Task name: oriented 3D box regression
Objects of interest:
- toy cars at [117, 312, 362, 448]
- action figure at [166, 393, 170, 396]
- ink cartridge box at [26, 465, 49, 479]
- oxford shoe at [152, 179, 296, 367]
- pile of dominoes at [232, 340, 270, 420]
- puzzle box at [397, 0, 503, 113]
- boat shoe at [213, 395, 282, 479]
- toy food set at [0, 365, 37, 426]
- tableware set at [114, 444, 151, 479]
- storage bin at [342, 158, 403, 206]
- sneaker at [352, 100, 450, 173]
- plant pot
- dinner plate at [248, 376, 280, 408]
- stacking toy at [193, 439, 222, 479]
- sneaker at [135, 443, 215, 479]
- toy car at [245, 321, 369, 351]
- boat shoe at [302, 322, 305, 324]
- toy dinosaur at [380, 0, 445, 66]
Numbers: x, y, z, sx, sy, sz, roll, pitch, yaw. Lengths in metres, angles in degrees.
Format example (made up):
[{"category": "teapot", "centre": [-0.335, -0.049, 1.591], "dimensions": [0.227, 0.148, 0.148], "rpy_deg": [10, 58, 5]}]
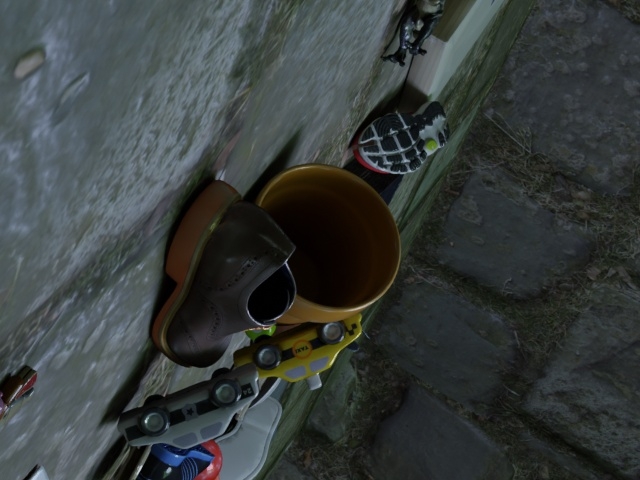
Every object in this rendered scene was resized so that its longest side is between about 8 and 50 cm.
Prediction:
[{"category": "toy cars", "centre": [-0.089, 0.193, 1.504], "dimensions": [0.176, 0.087, 0.394], "rpy_deg": [-17, -174, 45]}, {"category": "action figure", "centre": [-0.222, 0.259, 1.697], "dimensions": [0.038, 0.030, 0.115], "rpy_deg": [-61, 175, -20]}, {"category": "ink cartridge box", "centre": [-0.404, 0.461, 1.277], "dimensions": [0.308, 0.091, 0.385], "rpy_deg": [-51, 152, -40]}, {"category": "oxford shoe", "centre": [-0.109, 0.078, 1.343], "dimensions": [0.130, 0.133, 0.363], "rpy_deg": [-55, 171, -28]}, {"category": "pile of dominoes", "centre": [-0.124, 0.216, 2.156], "dimensions": [0.196, 0.040, 0.251], "rpy_deg": [-54, 162, -27]}, {"category": "puzzle box", "centre": [0.280, -0.435, 2.090], "dimensions": [0.409, 0.052, 0.272], "rpy_deg": [-55, 171, -24]}, {"category": "boat shoe", "centre": [-0.169, 0.446, 2.360], "dimensions": [0.319, 0.116, 0.099], "rpy_deg": [-56, 169, -56]}, {"category": "toy food set", "centre": [-0.281, 0.152, 0.995], "dimensions": [0.122, 0.019, 0.078], "rpy_deg": [-48, 166, -53]}, {"category": "tableware set", "centre": [-0.288, 0.343, 1.574], "dimensions": [0.194, 0.039, 0.128], "rpy_deg": [-57, -175, 33]}, {"category": "storage bin", "centre": [0.070, -0.073, 2.025], "dimensions": [0.122, 0.084, 0.180], "rpy_deg": [-63, 172, 25]}, {"category": "sneaker", "centre": [0.127, -0.166, 1.994], "dimensions": [0.118, 0.107, 0.279], "rpy_deg": [-17, -176, 36]}, {"category": "plant pot", "centre": [-0.025, 0.028, 1.520], "dimensions": [0.205, 0.205, 0.188], "rpy_deg": [-54, -175, -32]}, {"category": "dinner plate", "centre": [-0.113, 0.293, 2.296], "dimensions": [0.141, 0.017, 0.141], "rpy_deg": [-43, -166, 13]}, {"category": "stacking toy", "centre": [-0.230, 0.451, 2.036], "dimensions": [0.141, 0.141, 0.330], "rpy_deg": [-52, 163, -40]}, {"category": "sneaker", "centre": [-0.238, 0.356, 1.788], "dimensions": [0.090, 0.081, 0.232], "rpy_deg": [-56, 165, -1]}, {"category": "toy car", "centre": [-0.007, 0.130, 1.927], "dimensions": [0.149, 0.188, 0.155], "rpy_deg": [-62, 171, 20]}, {"category": "boat shoe", "centre": [0.005, 0.104, 2.090], "dimensions": [0.285, 0.092, 0.102], "rpy_deg": [-39, -127, 55]}, {"category": "toy dinosaur", "centre": [0.146, -0.321, 1.696], "dimensions": [0.268, 0.064, 0.118], "rpy_deg": [103, 13, -74]}]
